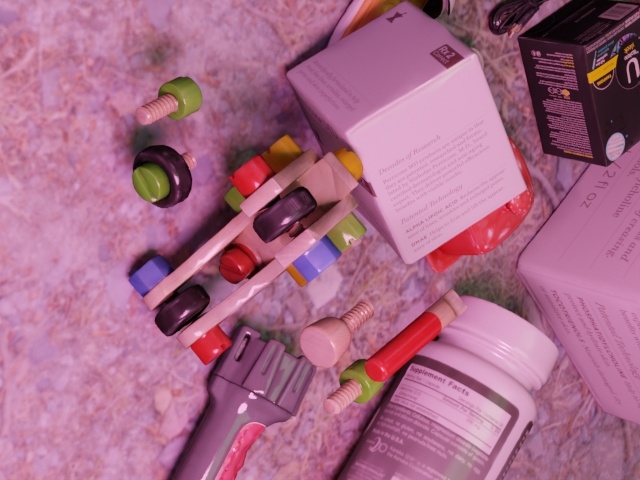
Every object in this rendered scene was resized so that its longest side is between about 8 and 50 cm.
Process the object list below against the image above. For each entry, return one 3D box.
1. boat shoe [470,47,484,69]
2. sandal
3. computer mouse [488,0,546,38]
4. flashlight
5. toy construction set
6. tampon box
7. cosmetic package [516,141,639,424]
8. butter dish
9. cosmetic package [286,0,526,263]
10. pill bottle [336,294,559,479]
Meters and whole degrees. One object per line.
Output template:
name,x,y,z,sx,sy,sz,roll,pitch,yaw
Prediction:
boat shoe,0.125,-0.177,1.552,0.125,0.038,0.046,-33,103,-33
sandal,0.099,-0.257,1.479,0.102,0.076,0.265,37,77,-42
computer mouse,0.203,-0.323,1.582,0.106,0.042,0.193,-45,133,-18
flashlight,-0.100,0.246,1.427,0.304,0.103,0.103,-62,159,-12
toy construction set,0.000,0.000,1.322,0.237,0.309,0.257,-34,151,-43
tampon box,0.325,-0.190,1.685,0.120,0.101,0.161,-36,124,-29
cosmetic package,0.529,0.054,1.740,0.329,0.394,0.327,-52,130,-20
butter dish,0.184,-0.054,1.584,0.160,0.118,0.159,-45,128,-25
cosmetic package,0.087,-0.110,1.424,0.151,0.151,0.183,-33,128,-7
pill bottle,0.142,0.215,1.592,0.161,0.161,0.283,43,72,-40
